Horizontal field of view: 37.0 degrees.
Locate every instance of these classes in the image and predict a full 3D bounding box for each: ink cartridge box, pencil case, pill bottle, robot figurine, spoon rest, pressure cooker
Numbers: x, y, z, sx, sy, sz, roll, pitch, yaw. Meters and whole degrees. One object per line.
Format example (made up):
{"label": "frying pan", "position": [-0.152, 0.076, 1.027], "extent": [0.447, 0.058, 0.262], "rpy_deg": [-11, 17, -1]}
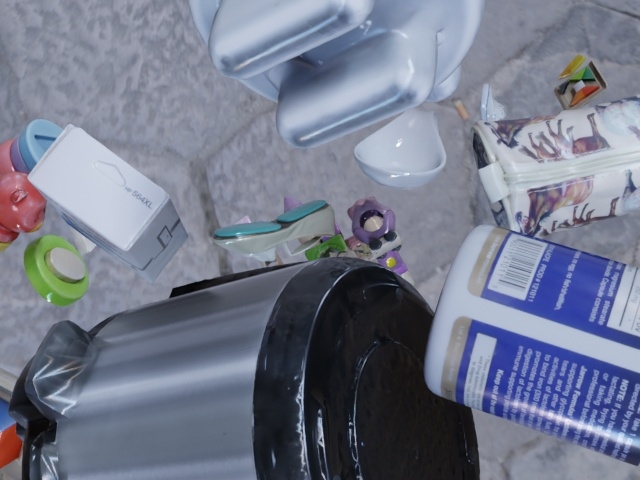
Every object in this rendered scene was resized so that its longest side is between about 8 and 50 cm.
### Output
{"label": "ink cartridge box", "position": [-0.251, -0.038, 1.159], "extent": [0.148, 0.203, 0.086], "rpy_deg": [35, 79, 7]}
{"label": "pencil case", "position": [0.383, -0.104, 1.148], "extent": [0.410, 0.183, 0.160], "rpy_deg": [-12, 82, 1]}
{"label": "pill bottle", "position": [0.230, 0.093, 0.773], "extent": [0.264, 0.153, 0.153], "rpy_deg": [18, 113, 18]}
{"label": "robot figurine", "position": [0.019, -0.233, 0.692], "extent": [0.199, 0.354, 0.300], "rpy_deg": [-16, 135, 28]}
{"label": "spoon rest", "position": [0.136, -0.148, 1.475], "extent": [0.137, 0.276, 0.084], "rpy_deg": [11, 113, 13]}
{"label": "pressure cooker", "position": [-0.093, 0.223, 0.979], "extent": [0.420, 0.375, 0.370], "rpy_deg": [-16, 88, 31]}

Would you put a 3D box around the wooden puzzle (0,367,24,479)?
{"label": "wooden puzzle", "position": [-0.471, 0.302, 1.337], "extent": [0.080, 0.322, 0.348], "rpy_deg": [-36, 130, -42]}

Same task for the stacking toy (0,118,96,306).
{"label": "stacking toy", "position": [-0.455, -0.057, 1.661], "extent": [0.130, 0.309, 0.279], "rpy_deg": [-28, 118, 22]}

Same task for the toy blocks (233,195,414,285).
{"label": "toy blocks", "position": [0.000, 0.000, 1.862], "extent": [0.288, 0.260, 0.309], "rpy_deg": [-28, 158, 2]}

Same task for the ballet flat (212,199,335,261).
{"label": "ballet flat", "position": [-0.074, -0.005, 1.677], "extent": [0.248, 0.086, 0.086], "rpy_deg": [-18, 119, -32]}

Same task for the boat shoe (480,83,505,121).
{"label": "boat shoe", "position": [0.259, -0.193, 1.429], "extent": [0.035, 0.035, 0.100], "rpy_deg": [2, 136, 15]}

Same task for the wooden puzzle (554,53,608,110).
{"label": "wooden puzzle", "position": [0.375, -0.221, 1.386], "extent": [0.014, 0.116, 0.078], "rpy_deg": [32, 114, -35]}
